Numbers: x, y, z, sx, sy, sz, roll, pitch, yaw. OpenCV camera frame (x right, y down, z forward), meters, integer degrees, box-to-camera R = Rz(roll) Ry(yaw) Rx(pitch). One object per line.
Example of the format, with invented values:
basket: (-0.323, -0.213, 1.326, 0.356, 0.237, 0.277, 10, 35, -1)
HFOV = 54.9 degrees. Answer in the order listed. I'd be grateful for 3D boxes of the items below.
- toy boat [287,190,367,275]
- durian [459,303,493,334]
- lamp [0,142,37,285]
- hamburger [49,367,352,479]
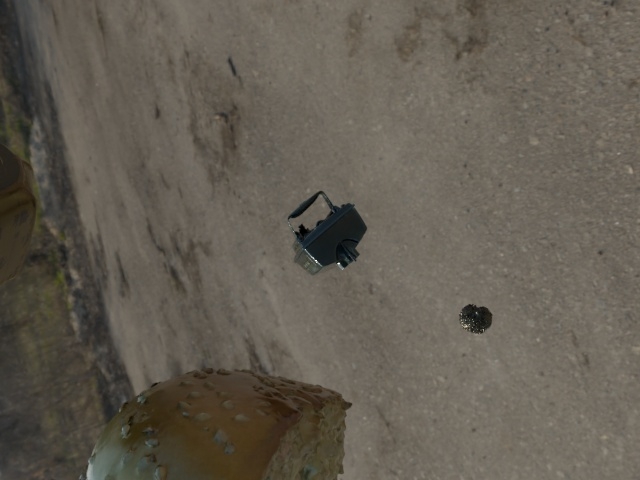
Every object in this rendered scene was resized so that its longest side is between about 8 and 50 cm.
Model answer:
toy boat: (0.000, 0.000, 0.883, 0.103, 0.093, 0.246, 49, 170, 1)
durian: (0.368, 0.184, 1.466, 0.080, 0.080, 0.091, 57, 177, 30)
lamp: (-0.413, -0.025, 0.702, 0.185, 0.161, 0.161, -53, 56, 35)
hamburger: (-0.127, 0.269, 0.649, 0.445, 0.287, 0.268, 20, -102, -78)
